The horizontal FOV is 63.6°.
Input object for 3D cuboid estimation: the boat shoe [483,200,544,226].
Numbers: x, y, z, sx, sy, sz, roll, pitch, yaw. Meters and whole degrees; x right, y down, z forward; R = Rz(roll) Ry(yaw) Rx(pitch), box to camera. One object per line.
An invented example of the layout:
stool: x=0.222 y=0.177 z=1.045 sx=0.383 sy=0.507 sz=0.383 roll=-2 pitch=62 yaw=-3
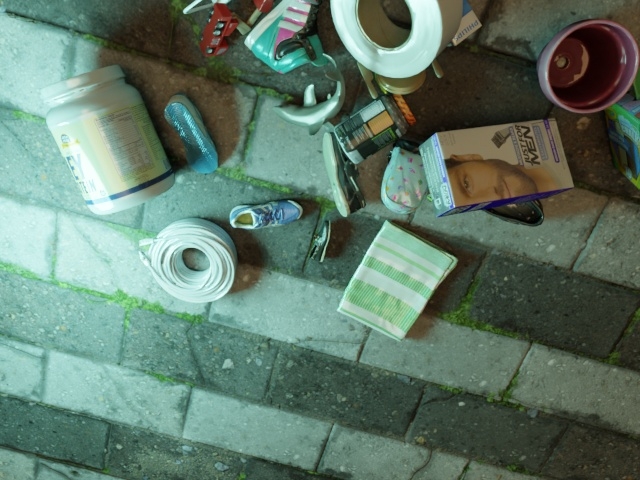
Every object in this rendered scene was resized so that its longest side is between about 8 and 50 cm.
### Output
boat shoe: x=0.454 y=-0.136 z=1.371 sx=0.340 sy=0.113 sz=0.127 roll=36 pitch=111 yaw=-11

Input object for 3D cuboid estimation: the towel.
towel: x=0.223 y=0.130 z=1.537 sx=0.247 sy=0.038 sz=0.325 roll=27 pitch=112 yaw=-7

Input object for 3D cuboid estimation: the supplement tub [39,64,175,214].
supplement tub: x=-0.537 y=-0.254 z=1.314 sx=0.235 sy=0.235 sz=0.325 roll=-15 pitch=111 yaw=9

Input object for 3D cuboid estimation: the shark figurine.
shark figurine: x=0.001 y=-0.318 z=1.270 sx=0.166 sy=0.116 sz=0.278 roll=33 pitch=151 yaw=-21

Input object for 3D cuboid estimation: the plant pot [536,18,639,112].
plant pot: x=0.602 y=-0.412 z=1.211 sx=0.201 sy=0.180 sz=0.202 roll=1 pitch=113 yaw=3

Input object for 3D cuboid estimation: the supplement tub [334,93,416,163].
supplement tub: x=0.141 y=-0.291 z=1.323 sx=0.190 sy=0.117 sz=0.117 roll=-30 pitch=108 yaw=14

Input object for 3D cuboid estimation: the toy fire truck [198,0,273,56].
toy fire truck: x=-0.208 y=-0.530 z=1.256 sx=0.047 sy=0.135 sz=0.192 roll=62 pitch=143 yaw=11

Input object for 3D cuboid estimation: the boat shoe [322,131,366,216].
boat shoe: x=0.062 y=-0.185 z=1.401 sx=0.079 sy=0.084 sz=0.233 roll=-22 pitch=108 yaw=-12

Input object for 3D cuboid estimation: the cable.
cable: x=-0.371 y=0.062 z=1.515 sx=0.256 sy=0.089 sz=0.257 roll=-19 pitch=111 yaw=10

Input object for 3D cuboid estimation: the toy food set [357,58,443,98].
toy food set: x=0.198 y=-0.416 z=1.282 sx=0.191 sy=0.038 sz=0.133 roll=-17 pitch=71 yaw=-2

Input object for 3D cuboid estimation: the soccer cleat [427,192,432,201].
soccer cleat: x=0.305 y=-0.146 z=1.406 sx=0.178 sy=0.060 sz=0.072 roll=28 pitch=110 yaw=-5

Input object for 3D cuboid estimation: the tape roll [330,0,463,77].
tape roll: x=0.163 y=-0.512 z=1.138 sx=0.286 sy=0.100 sz=0.286 roll=31 pitch=150 yaw=20

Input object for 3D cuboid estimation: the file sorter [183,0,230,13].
file sorter: x=-0.271 y=-0.671 z=1.127 sx=0.192 sy=0.173 sz=0.278 roll=-15 pitch=114 yaw=36

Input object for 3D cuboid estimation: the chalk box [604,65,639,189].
chalk box: x=0.802 y=-0.286 z=1.218 sx=0.180 sy=0.179 sz=0.289 roll=-24 pitch=125 yaw=13

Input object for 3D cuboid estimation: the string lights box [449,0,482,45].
string lights box: x=0.254 y=-0.577 z=1.187 sx=0.076 sy=0.133 sz=0.260 roll=-36 pitch=107 yaw=11

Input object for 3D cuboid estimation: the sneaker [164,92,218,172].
sneaker: x=-0.333 y=-0.282 z=1.374 sx=0.087 sy=0.092 sz=0.229 roll=-13 pitch=131 yaw=6

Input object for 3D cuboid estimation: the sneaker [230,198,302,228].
sneaker: x=-0.154 y=-0.065 z=1.453 sx=0.210 sy=0.081 sz=0.080 roll=-9 pitch=110 yaw=5

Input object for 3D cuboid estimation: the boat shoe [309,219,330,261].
boat shoe: x=0.000 y=0.001 z=1.488 sx=0.041 sy=0.049 sz=0.133 roll=11 pitch=117 yaw=-10

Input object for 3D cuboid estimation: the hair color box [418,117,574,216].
hair color box: x=0.429 y=-0.180 z=1.263 sx=0.338 sy=0.110 sz=0.186 roll=-11 pitch=82 yaw=-14

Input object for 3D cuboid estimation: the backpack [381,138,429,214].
backpack: x=0.223 y=-0.158 z=1.327 sx=0.151 sy=0.115 sz=0.182 roll=23 pitch=89 yaw=9

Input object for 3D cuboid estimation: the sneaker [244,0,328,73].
sneaker: x=-0.025 y=-0.508 z=1.235 sx=0.295 sy=0.124 sz=0.178 roll=-37 pitch=101 yaw=24
